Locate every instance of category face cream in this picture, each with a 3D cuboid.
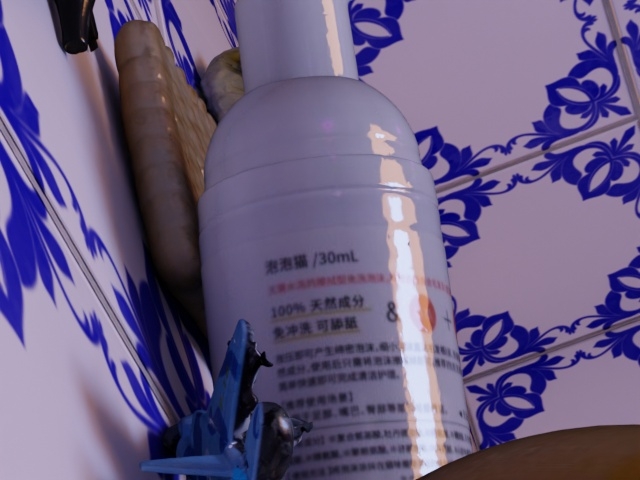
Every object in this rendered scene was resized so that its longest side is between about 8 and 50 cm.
[{"bbox_3d":[0.000,0.000,1.161,0.145,0.145,0.370,53,28,-72],"label":"face cream"}]

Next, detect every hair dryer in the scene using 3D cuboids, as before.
[{"bbox_3d":[-0.144,-0.132,1.214,0.083,0.031,0.079,76,8,-58],"label":"hair dryer"}]

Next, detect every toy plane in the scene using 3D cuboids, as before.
[{"bbox_3d":[-0.045,0.116,0.991,0.246,0.078,0.169,-88,-175,-85],"label":"toy plane"}]

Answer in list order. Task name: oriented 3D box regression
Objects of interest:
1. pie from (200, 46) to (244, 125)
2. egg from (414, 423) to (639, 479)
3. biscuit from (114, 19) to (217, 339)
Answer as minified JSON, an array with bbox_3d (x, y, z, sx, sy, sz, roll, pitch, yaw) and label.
[{"bbox_3d":[-0.021,-0.020,1.775,0.337,0.075,0.338,-23,90,-89],"label":"pie"},{"bbox_3d":[0.131,0.232,0.893,0.301,0.374,0.301,-2,92,-44],"label":"egg"},{"bbox_3d":[-0.060,0.016,1.353,0.325,0.044,0.217,57,17,-54],"label":"biscuit"}]
